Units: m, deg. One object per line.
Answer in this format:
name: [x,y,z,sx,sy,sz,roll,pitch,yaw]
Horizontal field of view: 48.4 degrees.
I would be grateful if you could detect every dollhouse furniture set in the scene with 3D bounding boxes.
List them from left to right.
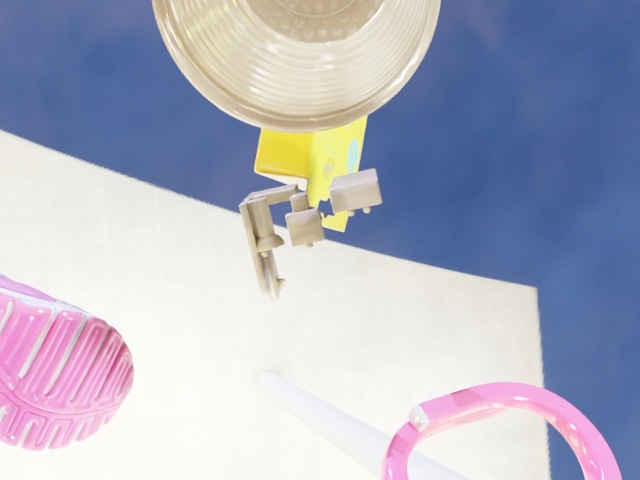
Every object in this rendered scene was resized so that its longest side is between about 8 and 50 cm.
dollhouse furniture set: [0.000,0.000,0.789,0.151,0.144,0.123,-12,-79,5]

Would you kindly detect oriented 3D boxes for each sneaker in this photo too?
sneaker: [-0.235,0.056,0.477,0.252,0.111,0.103,41,-100,-42]

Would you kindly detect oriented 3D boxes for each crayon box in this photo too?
crayon box: [0.000,-0.180,0.982,0.081,0.202,0.319,9,-92,19]

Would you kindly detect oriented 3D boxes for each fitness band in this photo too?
fitness band: [0.203,0.260,0.781,0.290,0.054,0.209,-8,-130,-29]

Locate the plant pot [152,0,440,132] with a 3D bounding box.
plant pot: [-0.013,-0.202,0.540,0.237,0.110,0.237,-1,-82,-8]
